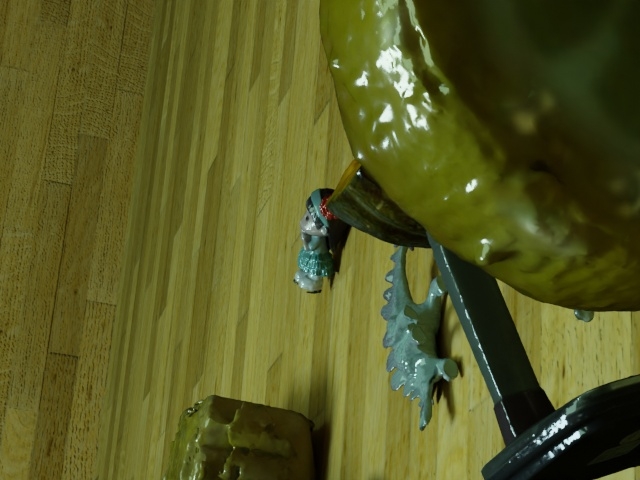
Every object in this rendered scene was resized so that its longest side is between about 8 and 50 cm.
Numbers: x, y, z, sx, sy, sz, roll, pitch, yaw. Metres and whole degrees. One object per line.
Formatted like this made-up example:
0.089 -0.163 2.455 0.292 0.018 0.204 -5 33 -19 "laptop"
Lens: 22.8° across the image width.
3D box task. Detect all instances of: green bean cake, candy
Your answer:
-0.087 0.271 1.524 0.230 0.131 0.224 129 151 -69 "green bean cake"
0.124 -0.096 0.686 0.118 0.260 0.260 139 140 -62 "candy"

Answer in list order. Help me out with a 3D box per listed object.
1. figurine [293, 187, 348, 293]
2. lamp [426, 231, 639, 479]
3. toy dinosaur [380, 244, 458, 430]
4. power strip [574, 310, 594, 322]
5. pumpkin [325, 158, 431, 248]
0.000 0.000 1.550 0.060 0.047 0.106 -90 13 -69 "figurine"
0.147 -0.024 0.813 0.124 0.203 0.283 -28 73 60 "lamp"
0.071 0.064 1.225 0.082 0.039 0.209 113 163 -47 "toy dinosaur"
0.150 -0.034 0.900 0.042 0.075 0.175 125 153 -56 "power strip"
0.109 -0.095 1.058 0.248 0.126 0.131 -63 1 -16 "pumpkin"
